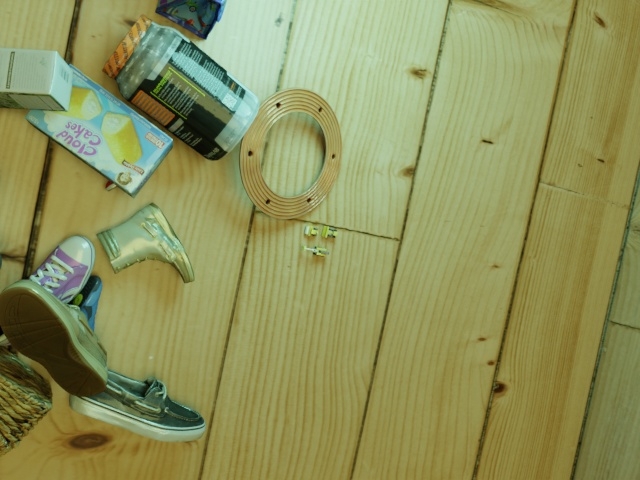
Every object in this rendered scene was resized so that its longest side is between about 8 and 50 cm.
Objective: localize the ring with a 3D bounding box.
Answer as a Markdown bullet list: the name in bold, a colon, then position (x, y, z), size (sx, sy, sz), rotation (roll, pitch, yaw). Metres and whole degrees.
- **ring**: position (-0.074, -0.222, 1.468), size (0.336, 0.032, 0.337), rotation (-17, 117, -37)

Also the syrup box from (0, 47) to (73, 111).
- **syrup box**: position (-0.631, -0.322, 1.132), size (0.236, 0.093, 0.097), rotation (4, 81, -2)

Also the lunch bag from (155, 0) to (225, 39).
- **lunch bag**: position (-0.233, -0.596, 1.238), size (0.138, 0.293, 0.221), rotation (23, 87, -26)

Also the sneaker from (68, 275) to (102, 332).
- **sneaker**: position (-0.552, 0.183, 1.316), size (0.082, 0.069, 0.210), rotation (36, 76, -47)

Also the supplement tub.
- **supplement tub**: position (-0.312, -0.342, 1.288), size (0.316, 0.193, 0.194), rotation (37, 80, -26)

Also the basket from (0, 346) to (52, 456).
- **basket**: position (-0.733, 0.317, 1.153), size (0.223, 0.213, 0.299), rotation (-45, 113, -15)

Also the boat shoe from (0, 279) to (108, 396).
- **boat shoe**: position (-0.547, 0.191, 1.185), size (0.121, 0.110, 0.341), rotation (-11, 132, 1)

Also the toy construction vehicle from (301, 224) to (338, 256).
- **toy construction vehicle**: position (0.000, 0.000, 1.574), size (0.098, 0.035, 0.086), rotation (15, 90, -27)

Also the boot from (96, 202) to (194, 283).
- **boot**: position (-0.411, 0.039, 1.354), size (0.165, 0.077, 0.213), rotation (-33, 104, -20)

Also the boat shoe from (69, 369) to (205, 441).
- **boat shoe**: position (-0.420, 0.390, 1.369), size (0.335, 0.121, 0.119), rotation (24, 90, -25)

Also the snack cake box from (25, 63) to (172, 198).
- **snack cake box**: position (-0.475, -0.233, 1.246), size (0.264, 0.089, 0.152), rotation (36, 79, -10)

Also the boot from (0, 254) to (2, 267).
- **boot**: position (-0.842, 0.065, 1.058), size (0.377, 0.284, 0.138), rotation (1, 65, -58)

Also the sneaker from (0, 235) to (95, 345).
- **sneaker**: position (-0.596, 0.107, 1.215), size (0.102, 0.161, 0.282), rotation (33, 80, -1)

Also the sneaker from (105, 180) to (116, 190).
- **sneaker**: position (-0.468, -0.173, 1.317), size (0.118, 0.042, 0.067), rotation (-50, 119, -21)
